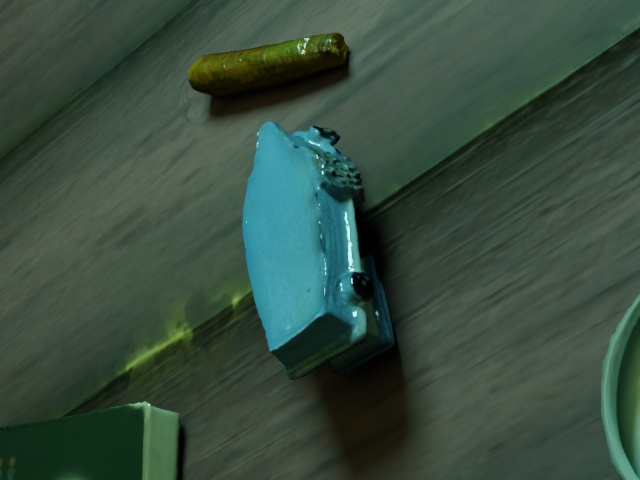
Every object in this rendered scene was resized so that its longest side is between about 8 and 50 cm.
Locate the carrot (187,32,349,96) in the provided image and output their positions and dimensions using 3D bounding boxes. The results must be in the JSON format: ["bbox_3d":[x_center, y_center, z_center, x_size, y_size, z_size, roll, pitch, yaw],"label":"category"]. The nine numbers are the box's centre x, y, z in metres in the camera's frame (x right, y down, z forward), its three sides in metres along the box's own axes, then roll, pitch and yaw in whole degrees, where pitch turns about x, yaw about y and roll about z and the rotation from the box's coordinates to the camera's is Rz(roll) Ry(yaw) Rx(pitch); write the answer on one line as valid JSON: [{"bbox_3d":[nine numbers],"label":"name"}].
[{"bbox_3d":[-0.047,-0.156,1.152,0.171,0.042,0.042,-7,69,36],"label":"carrot"}]

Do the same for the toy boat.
[{"bbox_3d":[0.000,0.000,1.018,0.109,0.098,0.237,-34,46,27],"label":"toy boat"}]

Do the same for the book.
[{"bbox_3d":[-0.272,0.290,1.169,0.371,0.043,0.260,-12,68,39],"label":"book"}]

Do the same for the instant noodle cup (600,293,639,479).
[{"bbox_3d":[0.260,0.094,0.691,0.216,0.172,0.215,-15,65,36],"label":"instant noodle cup"}]
